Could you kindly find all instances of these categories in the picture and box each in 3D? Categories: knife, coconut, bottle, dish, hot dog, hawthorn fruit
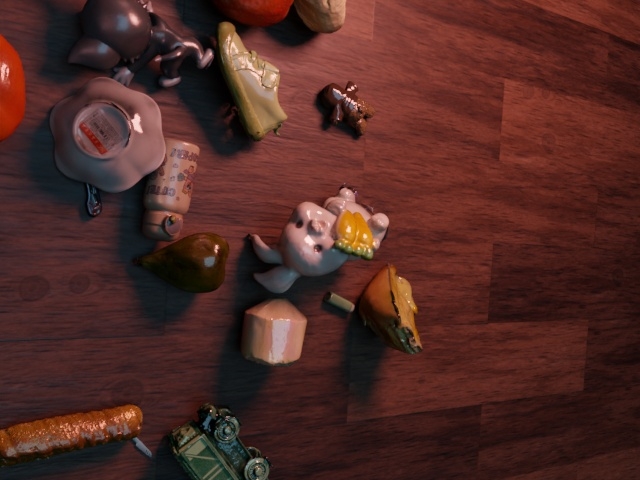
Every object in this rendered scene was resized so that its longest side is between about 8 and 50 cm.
[{"bbox_3d":[-0.465,-0.106,1.201,0.031,0.018,0.121,-16,99,-32],"label":"knife"},{"bbox_3d":[-0.107,0.203,1.365,0.147,0.147,0.152,11,85,-31],"label":"coconut"},{"bbox_3d":[-0.312,-0.102,1.240,0.097,0.110,0.209,11,86,-42],"label":"bottle"},{"bbox_3d":[-0.414,-0.206,1.147,0.230,0.081,0.229,0,93,-8],"label":"dish"},{"bbox_3d":[-0.496,0.385,1.182,0.289,0.068,0.082,-5,88,-30],"label":"hot dog"},{"bbox_3d":[-0.163,-0.553,1.264,0.226,0.197,0.196,-7,96,-25],"label":"hawthorn fruit"},{"bbox_3d":[0.049,0.158,1.522,0.083,0.030,0.030,30,78,-30],"label":"bottle"},{"bbox_3d":[-0.392,0.437,1.283,0.014,0.005,0.091,-45,114,-23],"label":"knife"}]

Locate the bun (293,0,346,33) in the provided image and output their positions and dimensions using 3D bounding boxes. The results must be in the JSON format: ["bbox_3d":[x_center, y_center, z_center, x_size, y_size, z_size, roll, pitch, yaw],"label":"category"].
[{"bbox_3d":[-0.007,-0.582,1.357,0.135,0.220,0.220,0,93,2],"label":"bun"}]

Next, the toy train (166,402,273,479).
[{"bbox_3d":[-0.217,0.488,1.336,0.154,0.115,0.269,-36,111,-16],"label":"toy train"}]

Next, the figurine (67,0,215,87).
[{"bbox_3d":[-0.355,-0.387,1.186,0.266,0.140,0.192,25,98,-8],"label":"figurine"}]

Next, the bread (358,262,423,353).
[{"bbox_3d":[0.171,0.185,1.544,0.133,0.251,0.174,-29,116,19],"label":"bread"}]

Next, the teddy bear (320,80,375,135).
[{"bbox_3d":[0.075,-0.331,1.482,0.161,0.078,0.119,28,82,-31],"label":"teddy bear"}]

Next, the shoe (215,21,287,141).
[{"bbox_3d":[-0.158,-0.350,1.313,0.128,0.140,0.262,-23,110,-18],"label":"shoe"}]

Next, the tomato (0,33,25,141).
[{"bbox_3d":[-0.630,-0.268,0.996,0.260,0.180,0.259,-1,92,-34],"label":"tomato"}]

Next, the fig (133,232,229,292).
[{"bbox_3d":[-0.287,0.038,1.278,0.126,0.185,0.132,-58,161,-58],"label":"fig"}]

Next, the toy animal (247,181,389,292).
[{"bbox_3d":[0.002,-0.005,1.376,0.310,0.247,0.182,-29,91,-43],"label":"toy animal"}]
